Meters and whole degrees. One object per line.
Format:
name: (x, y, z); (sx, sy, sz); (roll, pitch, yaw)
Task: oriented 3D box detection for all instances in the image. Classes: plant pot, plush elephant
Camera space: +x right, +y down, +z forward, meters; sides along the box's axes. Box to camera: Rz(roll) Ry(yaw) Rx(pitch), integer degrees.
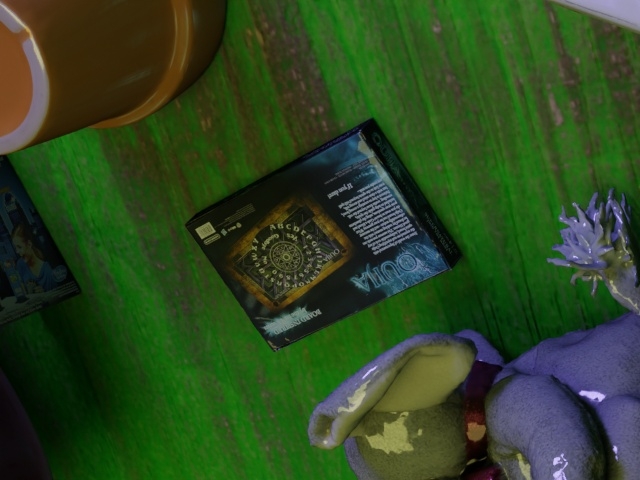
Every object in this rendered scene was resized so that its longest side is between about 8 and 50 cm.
plant pot: (-0.200, -0.155, 1.358); (0.205, 0.188, 0.205); (13, 122, 21)
plush elephant: (0.128, 0.153, 1.322); (0.255, 0.272, 0.330); (-18, 79, 20)

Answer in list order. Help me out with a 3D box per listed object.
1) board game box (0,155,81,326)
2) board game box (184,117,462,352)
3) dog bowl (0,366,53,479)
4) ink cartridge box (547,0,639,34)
board game box: (-0.295, -0.018, 1.509); (0.060, 0.194, 0.194); (-20, 92, 27)
board game box: (0.000, 0.000, 1.442); (0.186, 0.026, 0.126); (-26, 103, 35)
dog bowl: (-0.364, 0.126, 1.497); (0.150, 0.408, 0.408); (-35, 99, 4)
ink cartridge box: (0.282, -0.176, 1.001); (0.270, 0.198, 0.197); (24, 103, 34)
